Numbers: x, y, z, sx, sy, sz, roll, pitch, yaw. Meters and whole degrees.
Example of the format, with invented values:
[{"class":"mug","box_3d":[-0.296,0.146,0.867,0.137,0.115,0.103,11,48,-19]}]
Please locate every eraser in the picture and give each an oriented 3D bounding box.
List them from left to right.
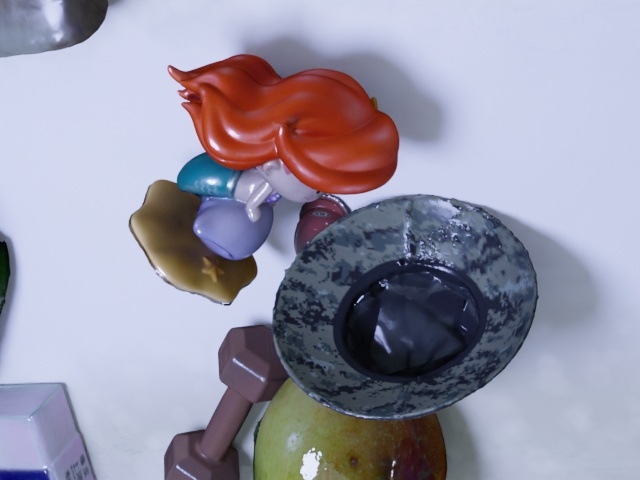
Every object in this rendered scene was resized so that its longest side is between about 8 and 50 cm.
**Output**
[{"class":"eraser","box_3d":[-0.336,0.316,2.018,0.130,0.086,0.287,-4,113,26]}]

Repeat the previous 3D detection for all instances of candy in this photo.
[{"class":"candy","box_3d":[-0.329,-0.248,1.720,0.234,0.102,0.104,-5,113,24]}]

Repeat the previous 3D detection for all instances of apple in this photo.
[{"class":"apple","box_3d":[0.030,0.234,1.774,0.207,0.174,0.188,1,119,6]}]

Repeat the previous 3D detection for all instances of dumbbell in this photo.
[{"class":"dumbbell","box_3d":[-0.102,0.196,1.856,0.082,0.092,0.231,17,124,-17]}]

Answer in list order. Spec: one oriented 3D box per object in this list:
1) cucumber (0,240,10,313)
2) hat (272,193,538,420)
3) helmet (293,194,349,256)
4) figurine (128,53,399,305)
[{"class":"cucumber","box_3d":[-0.403,0.095,1.938,0.069,0.069,0.227,22,113,13]},{"class":"hat","box_3d":[0.092,0.091,1.679,0.265,0.265,0.128,9,150,20]},{"class":"helmet","box_3d":[-0.001,-0.001,1.731,0.065,0.049,0.084,3,116,24]},{"class":"figurine","box_3d":[-0.064,-0.081,1.648,0.257,0.181,0.208,-44,59,28]}]
